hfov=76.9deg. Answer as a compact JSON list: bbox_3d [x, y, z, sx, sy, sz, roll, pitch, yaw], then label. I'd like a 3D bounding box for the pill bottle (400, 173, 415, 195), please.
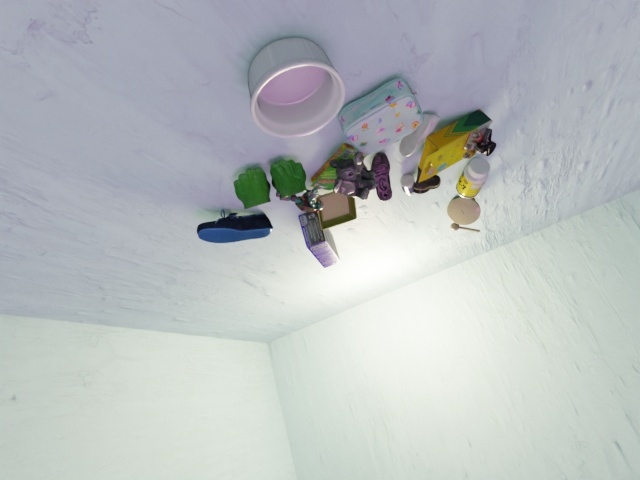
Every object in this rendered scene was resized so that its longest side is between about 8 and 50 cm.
[{"bbox_3d":[0.427,-0.265,1.952,0.067,0.066,0.120,-23,154,11],"label":"pill bottle"}]

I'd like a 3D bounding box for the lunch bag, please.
[{"bbox_3d":[0.216,-0.435,1.418,0.280,0.107,0.224,-27,151,18],"label":"lunch bag"}]

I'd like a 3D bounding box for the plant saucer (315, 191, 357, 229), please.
[{"bbox_3d":[0.070,-0.159,1.887,0.189,0.045,0.188,-18,128,-11],"label":"plant saucer"}]

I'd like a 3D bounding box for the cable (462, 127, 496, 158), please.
[{"bbox_3d":[0.674,-0.409,1.676,0.287,0.072,0.139,-24,141,-52],"label":"cable"}]

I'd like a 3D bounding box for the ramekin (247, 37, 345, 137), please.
[{"bbox_3d":[-0.079,-0.444,1.174,0.278,0.135,0.277,-15,156,-7],"label":"ramekin"}]

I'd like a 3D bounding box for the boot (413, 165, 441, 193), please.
[{"bbox_3d":[0.521,-0.314,1.917,0.198,0.077,0.136,-33,133,-41],"label":"boot"}]

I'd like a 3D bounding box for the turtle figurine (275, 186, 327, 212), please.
[{"bbox_3d":[-0.063,-0.179,1.700,0.235,0.117,0.175,10,176,-22],"label":"turtle figurine"}]

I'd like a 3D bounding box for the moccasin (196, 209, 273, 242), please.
[{"bbox_3d":[-0.384,-0.063,1.791,0.343,0.116,0.138,-2,151,-37],"label":"moccasin"}]

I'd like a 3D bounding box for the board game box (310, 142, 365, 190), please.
[{"bbox_3d":[0.070,-0.300,1.687,0.124,0.039,0.259,6,144,-39],"label":"board game box"}]

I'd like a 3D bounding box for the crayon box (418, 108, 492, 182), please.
[{"bbox_3d":[0.531,-0.387,1.669,0.319,0.081,0.202,-29,157,-11],"label":"crayon box"}]

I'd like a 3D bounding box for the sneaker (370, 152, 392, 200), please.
[{"bbox_3d":[0.263,-0.297,1.777,0.087,0.130,0.227,-15,128,6],"label":"sneaker"}]

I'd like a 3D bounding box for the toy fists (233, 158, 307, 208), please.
[{"bbox_3d":[-0.192,-0.224,1.556,0.280,0.142,0.096,-17,-174,-1],"label":"toy fists"}]

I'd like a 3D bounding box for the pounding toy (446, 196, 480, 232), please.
[{"bbox_3d":[0.843,-0.172,2.351,0.183,0.110,0.236,3,126,28],"label":"pounding toy"}]

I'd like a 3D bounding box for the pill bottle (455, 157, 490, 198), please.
[{"bbox_3d":[0.763,-0.311,2.015,0.119,0.119,0.208,-15,154,-7],"label":"pill bottle"}]

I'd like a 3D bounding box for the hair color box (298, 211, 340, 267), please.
[{"bbox_3d":[0.000,0.000,2.082,0.110,0.185,0.338,-19,155,6],"label":"hair color box"}]

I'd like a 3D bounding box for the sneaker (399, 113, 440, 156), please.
[{"bbox_3d":[0.405,-0.418,1.624,0.094,0.080,0.212,-14,157,-35],"label":"sneaker"}]

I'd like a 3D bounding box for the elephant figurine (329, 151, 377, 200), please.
[{"bbox_3d":[0.107,-0.263,1.583,0.186,0.169,0.240,-52,146,12],"label":"elephant figurine"}]
